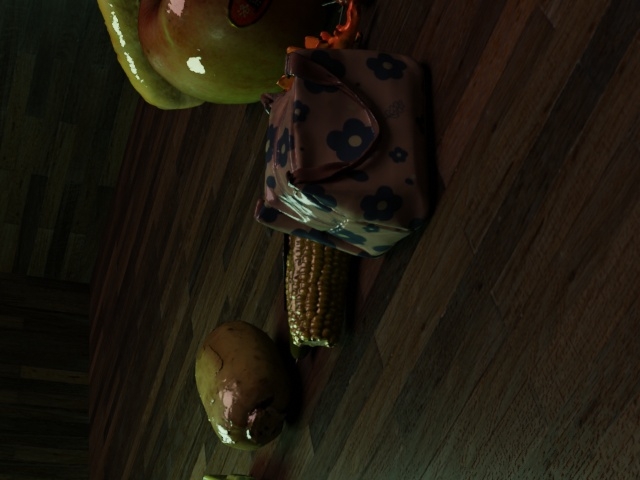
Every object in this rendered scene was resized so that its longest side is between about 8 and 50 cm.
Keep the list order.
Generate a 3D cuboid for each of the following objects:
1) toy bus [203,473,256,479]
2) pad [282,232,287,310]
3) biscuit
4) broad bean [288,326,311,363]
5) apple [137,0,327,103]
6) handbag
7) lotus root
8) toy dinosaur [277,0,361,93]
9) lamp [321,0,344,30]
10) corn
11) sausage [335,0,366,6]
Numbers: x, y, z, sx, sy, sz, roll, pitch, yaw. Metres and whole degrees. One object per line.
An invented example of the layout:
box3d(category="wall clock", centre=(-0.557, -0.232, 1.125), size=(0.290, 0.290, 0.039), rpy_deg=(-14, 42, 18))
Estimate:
box3d(category="toy bus", centre=(-0.145, 0.440, 1.736), size=(0.175, 0.088, 0.101), rpy_deg=(157, 122, -69))
box3d(category="pad", centre=(-0.052, -0.022, 1.655), size=(0.300, 0.005, 0.202), rpy_deg=(94, 178, -70))
box3d(category="biscuit", centre=(-0.246, -0.465, 2.037), size=(0.429, 0.104, 0.446), rpy_deg=(-49, -34, -35))
box3d(category="broad bean", centre=(-0.010, 0.065, 1.584), size=(0.065, 0.046, 0.254), rpy_deg=(-132, 54, -85))
box3d(category="apple", centre=(-0.143, -0.397, 1.807), size=(0.338, 0.305, 0.338), rpy_deg=(-43, 37, 45))
box3d(category="handbag", centre=(0.023, -0.118, 1.349), size=(0.190, 0.193, 0.251), rpy_deg=(140, 135, -56))
box3d(category="lotus root", centre=(-0.130, 0.230, 1.711), size=(0.160, 0.146, 0.284), rpy_deg=(-56, 31, 9))
box3d(category="toy dinosaur", centre=(-0.011, -0.248, 1.622), size=(0.070, 0.117, 0.288), rpy_deg=(-107, 35, -51))
box3d(category="lamp", centre=(0.022, -0.329, 1.696), size=(0.054, 0.041, 0.121), rpy_deg=(-3, 81, 62))
box3d(category="corn", centre=(0.000, 0.000, 1.508), size=(0.101, 0.101, 0.310), rpy_deg=(165, 112, -69))
box3d(category="sausage", centre=(0.037, -0.406, 1.625), size=(0.141, 0.076, 0.076), rpy_deg=(-122, 45, -59))
